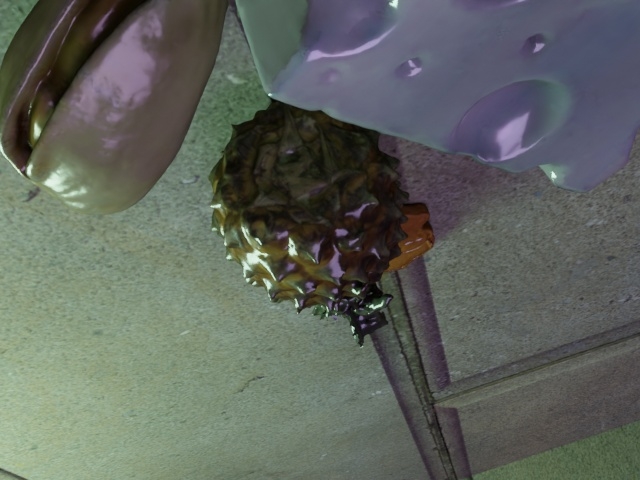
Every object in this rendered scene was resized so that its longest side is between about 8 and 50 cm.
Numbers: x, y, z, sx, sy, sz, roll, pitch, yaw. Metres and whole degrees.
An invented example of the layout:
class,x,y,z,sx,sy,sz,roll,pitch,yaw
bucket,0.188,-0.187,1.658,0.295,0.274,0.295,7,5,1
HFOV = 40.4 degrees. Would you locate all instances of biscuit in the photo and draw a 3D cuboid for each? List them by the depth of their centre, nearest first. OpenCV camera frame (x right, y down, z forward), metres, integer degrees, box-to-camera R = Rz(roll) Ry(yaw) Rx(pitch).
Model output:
class,x,y,z,sx,sy,sz,roll,pitch,yaw
biscuit,0.081,0.003,0.979,0.102,0.019,0.130,-15,151,-2

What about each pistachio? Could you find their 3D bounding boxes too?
class,x,y,z,sx,sy,sz,roll,pitch,yaw
pistachio,-0.139,-0.107,0.576,0.152,0.126,0.223,-37,166,-47

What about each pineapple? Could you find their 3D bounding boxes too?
class,x,y,z,sx,sy,sz,roll,pitch,yaw
pineapple,0.000,0.000,0.816,0.175,0.175,0.361,-17,164,-1

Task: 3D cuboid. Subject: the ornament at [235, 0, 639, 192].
class,x,y,z,sx,sy,sz,roll,pitch,yaw
ornament,0.105,-0.202,0.422,0.239,0.240,0.240,11,141,-38
